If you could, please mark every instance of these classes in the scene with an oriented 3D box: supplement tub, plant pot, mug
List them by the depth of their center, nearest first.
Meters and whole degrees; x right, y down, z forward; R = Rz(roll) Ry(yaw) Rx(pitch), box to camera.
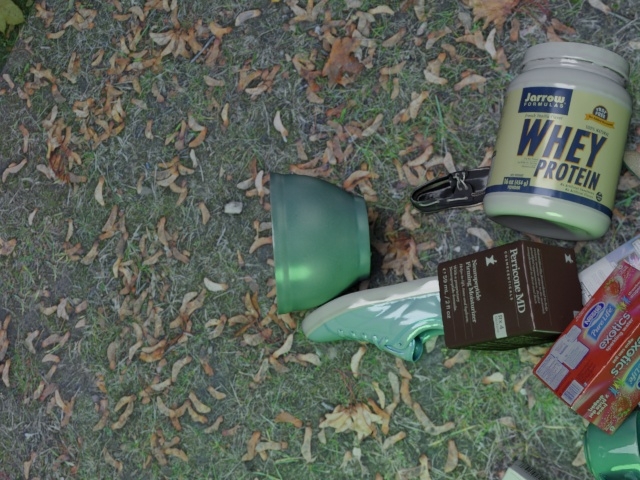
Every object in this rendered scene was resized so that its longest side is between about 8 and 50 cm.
[{"bbox_3d":[0.512,0.368,1.550,0.097,0.158,0.129,-12,88,28],"label":"mug"},{"bbox_3d":[0.445,-0.179,1.661,0.235,0.235,0.325,10,83,27],"label":"supplement tub"},{"bbox_3d":[0.000,0.000,1.833,0.196,0.293,0.293,-4,75,-3],"label":"plant pot"}]

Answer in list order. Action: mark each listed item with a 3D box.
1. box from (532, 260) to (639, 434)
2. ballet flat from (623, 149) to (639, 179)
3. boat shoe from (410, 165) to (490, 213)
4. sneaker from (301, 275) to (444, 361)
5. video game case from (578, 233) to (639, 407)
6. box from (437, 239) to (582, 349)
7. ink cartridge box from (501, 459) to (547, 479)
[{"bbox_3d":[0.505,0.182,1.521,0.257,0.122,0.128,-53,28,6],"label":"box"},{"bbox_3d":[0.633,-0.118,1.657,0.168,0.057,0.052,51,146,19],"label":"ballet flat"},{"bbox_3d":[0.280,-0.105,1.819,0.206,0.065,0.075,-17,72,21],"label":"boat shoe"},{"bbox_3d":[0.132,0.177,1.788,0.366,0.135,0.150,-17,69,22],"label":"sneaker"},{"bbox_3d":[0.612,0.128,1.610,0.244,0.061,0.269,-36,66,16],"label":"video game case"},{"bbox_3d":[0.350,0.108,1.647,0.203,0.167,0.168,-20,68,45],"label":"box"},{"bbox_3d":[0.381,0.554,1.643,0.189,0.066,0.232,34,115,27],"label":"ink cartridge box"}]
